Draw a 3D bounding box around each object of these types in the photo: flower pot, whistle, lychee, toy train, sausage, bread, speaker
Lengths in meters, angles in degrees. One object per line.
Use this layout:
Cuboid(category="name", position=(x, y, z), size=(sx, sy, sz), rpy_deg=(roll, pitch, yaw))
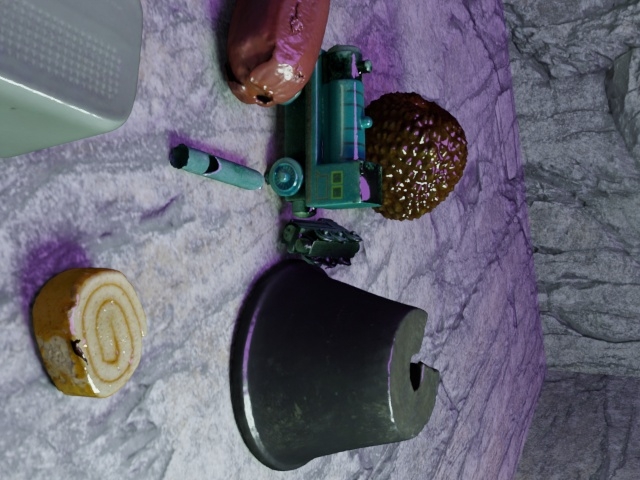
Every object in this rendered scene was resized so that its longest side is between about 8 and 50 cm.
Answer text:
Cuboid(category="flower pot", position=(0.048, 0.226, 1.142), size=(0.379, 0.251, 0.380), rpy_deg=(-3, 94, -60))
Cuboid(category="whistle", position=(-0.152, -0.107, 1.012), size=(0.186, 0.039, 0.039), rpy_deg=(14, 77, -59))
Cuboid(category="lychee", position=(0.177, -0.172, 1.398), size=(0.267, 0.267, 0.268), rpy_deg=(4, 86, -60))
Cuboid(category="toy train", position=(0.012, -0.189, 1.145), size=(0.120, 0.194, 0.299), rpy_deg=(3, 85, -59))
Cuboid(category="sausage", position=(-0.067, -0.345, 1.060), size=(0.152, 0.152, 0.280), rpy_deg=(42, 53, -52))
Cuboid(category="toy train", position=(0.000, 0.000, 1.212), size=(0.170, 0.111, 0.071), rpy_deg=(3, 114, -53))
Cuboid(category="bread", position=(-0.262, 0.105, 0.777), size=(0.122, 0.073, 0.149), rpy_deg=(-41, 124, -56))
Cuboid(category="speaker", position=(-0.344, -0.202, 0.535), size=(0.406, 0.184, 0.184), rpy_deg=(17, 75, -59))
